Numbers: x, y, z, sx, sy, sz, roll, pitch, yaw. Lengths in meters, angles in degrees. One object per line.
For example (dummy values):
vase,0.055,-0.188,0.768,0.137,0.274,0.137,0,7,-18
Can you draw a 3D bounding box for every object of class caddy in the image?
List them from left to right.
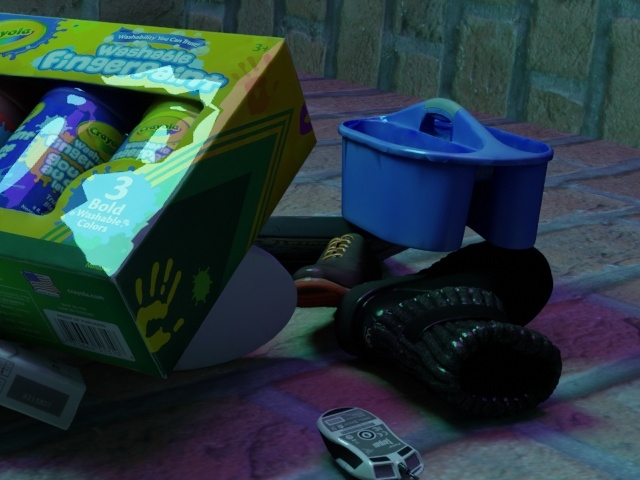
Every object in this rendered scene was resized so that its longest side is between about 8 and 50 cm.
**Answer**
caddy,0.161,-0.102,1.701,0.241,0.179,0.341,-1,14,-24

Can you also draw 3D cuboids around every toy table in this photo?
toy table,-0.183,0.045,1.530,0.274,0.252,0.161,14,23,-41

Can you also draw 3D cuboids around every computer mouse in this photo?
computer mouse,0.066,0.227,1.264,0.106,0.042,0.193,-11,27,-31

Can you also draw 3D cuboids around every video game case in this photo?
video game case,0.000,0.000,1.882,0.275,0.035,0.248,0,-8,-14

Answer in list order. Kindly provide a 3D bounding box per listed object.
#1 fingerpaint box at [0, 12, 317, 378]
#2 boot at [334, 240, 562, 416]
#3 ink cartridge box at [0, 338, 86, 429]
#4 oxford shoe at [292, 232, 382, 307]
fingerpaint box,-0.288,-0.076,1.403,0.445,0.163,0.371,10,50,27
boot,0.218,0.105,1.555,0.348,0.131,0.260,-18,18,-30
ink cartridge box,-0.355,0.116,1.335,0.189,0.066,0.232,25,4,-19
oxford shoe,0.017,0.039,1.681,0.097,0.098,0.271,-4,-4,15
